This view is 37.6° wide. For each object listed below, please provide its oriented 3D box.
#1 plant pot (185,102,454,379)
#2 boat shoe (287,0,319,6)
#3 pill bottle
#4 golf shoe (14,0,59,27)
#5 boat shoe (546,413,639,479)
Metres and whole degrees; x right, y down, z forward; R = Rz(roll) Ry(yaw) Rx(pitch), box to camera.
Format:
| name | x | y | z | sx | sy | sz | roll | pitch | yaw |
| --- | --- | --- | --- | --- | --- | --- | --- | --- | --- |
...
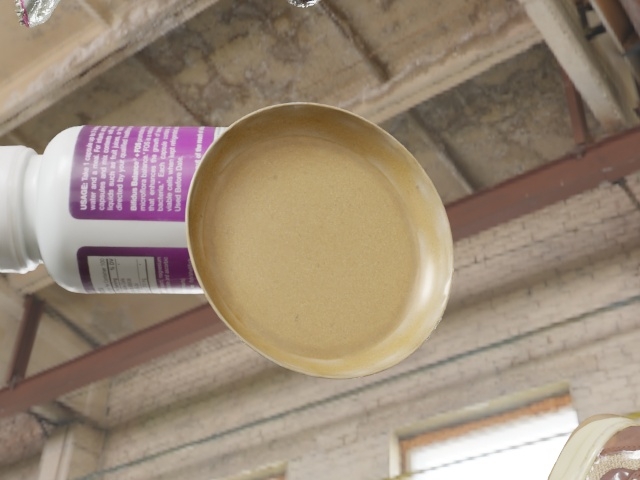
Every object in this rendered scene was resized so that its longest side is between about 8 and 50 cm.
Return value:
| name | x | y | z | sx | sy | sz | roll | pitch | yaw |
| --- | --- | --- | --- | --- | --- | --- | --- | --- | --- |
| plant pot | 0.000 | 0.000 | 0.773 | 0.236 | 0.236 | 0.032 | 18 | -26 | -18 |
| boat shoe | 0.035 | -0.460 | 1.465 | 0.116 | 0.324 | 0.097 | 24 | -31 | 12 |
| pill bottle | -0.180 | -0.031 | 0.941 | 0.301 | 0.169 | 0.169 | 1 | -39 | -4 |
| golf shoe | -0.424 | -0.420 | 1.496 | 0.140 | 0.115 | 0.306 | -15 | 1 | -20 |
| boat shoe | 0.195 | 0.291 | 0.663 | 0.123 | 0.342 | 0.123 | 36 | -17 | -26 |
